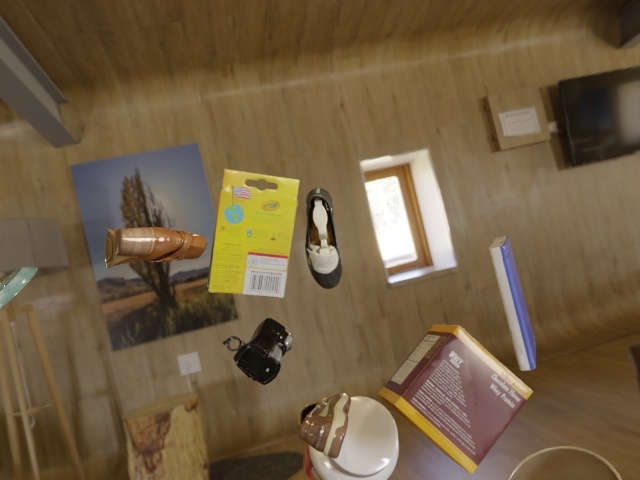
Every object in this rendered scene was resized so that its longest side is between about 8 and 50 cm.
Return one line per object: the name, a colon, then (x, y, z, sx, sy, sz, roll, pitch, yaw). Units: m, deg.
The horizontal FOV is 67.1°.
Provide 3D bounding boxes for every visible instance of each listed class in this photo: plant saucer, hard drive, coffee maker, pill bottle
plant saucer: (-0.569, 0.087, 0.875, 0.119, 0.021, 0.119, -30, 28, 18)
hard drive: (0.519, 0.157, 1.293, 0.040, 0.318, 0.210, -14, 2, 25)
coffee maker: (-0.172, 0.304, 1.416, 0.120, 0.171, 0.178, -29, 10, 16)
pill bottle: (0.077, 0.554, 1.279, 0.229, 0.228, 0.407, -13, -30, -14)

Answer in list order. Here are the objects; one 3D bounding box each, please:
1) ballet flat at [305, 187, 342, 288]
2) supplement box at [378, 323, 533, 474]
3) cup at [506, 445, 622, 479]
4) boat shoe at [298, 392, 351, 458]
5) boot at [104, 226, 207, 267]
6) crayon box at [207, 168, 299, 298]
ballet flat: (0.000, 0.000, 1.288, 0.096, 0.280, 0.096, -9, 6, 3)
supplement box: (0.259, 0.299, 0.947, 0.194, 0.191, 0.129, -48, 0, -11)
cup: (0.710, 0.785, 1.334, 0.331, 0.237, 0.331, -34, 15, 10)
boat shoe: (0.005, 0.352, 0.971, 0.095, 0.095, 0.257, 16, -8, 6)
boot: (-0.450, 0.014, 1.295, 0.220, 0.108, 0.284, 3, -14, -35)
crayon box: (-0.176, -0.018, 1.267, 0.203, 0.318, 0.081, 8, 8, -16)
